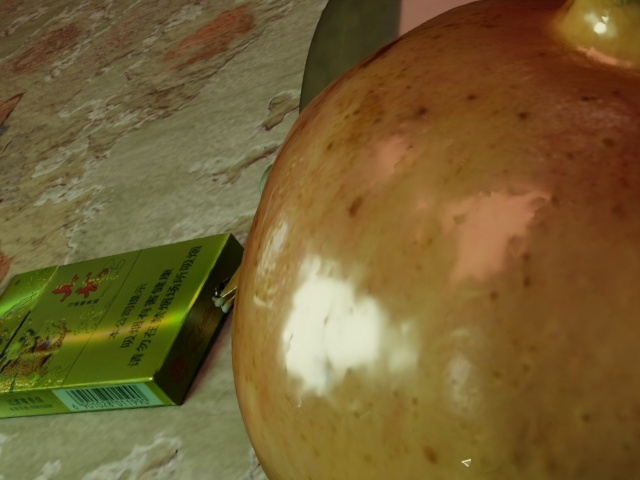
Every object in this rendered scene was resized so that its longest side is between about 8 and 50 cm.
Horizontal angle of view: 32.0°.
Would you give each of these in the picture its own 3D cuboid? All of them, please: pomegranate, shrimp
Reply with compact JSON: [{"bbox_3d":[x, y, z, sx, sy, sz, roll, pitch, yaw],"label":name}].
[{"bbox_3d":[0.126,0.014,0.518,0.338,0.338,0.338,-25,33,17],"label":"pomegranate"},{"bbox_3d":[-0.046,-0.007,0.996,0.166,0.049,0.161,-56,16,-9],"label":"shrimp"}]

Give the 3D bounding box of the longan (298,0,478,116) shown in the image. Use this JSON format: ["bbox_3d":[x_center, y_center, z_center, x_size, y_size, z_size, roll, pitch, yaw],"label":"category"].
[{"bbox_3d":[0.109,-0.115,0.828,0.300,0.243,0.300,-44,-5,-4],"label":"longan"}]

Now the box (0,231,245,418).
[{"bbox_3d":[-0.222,0.086,1.051,0.311,0.043,0.173,-10,40,36],"label":"box"}]
